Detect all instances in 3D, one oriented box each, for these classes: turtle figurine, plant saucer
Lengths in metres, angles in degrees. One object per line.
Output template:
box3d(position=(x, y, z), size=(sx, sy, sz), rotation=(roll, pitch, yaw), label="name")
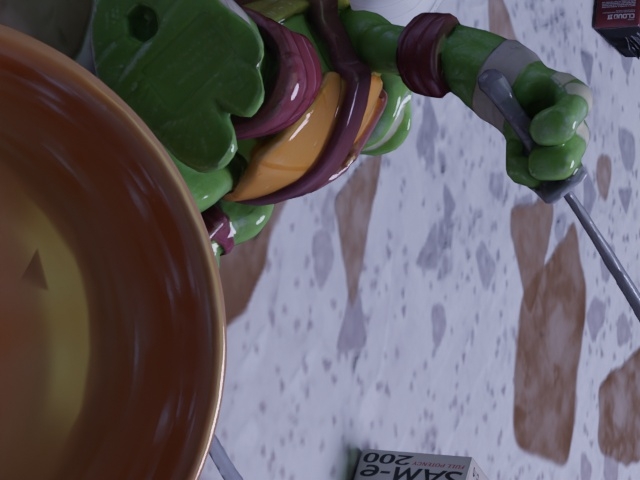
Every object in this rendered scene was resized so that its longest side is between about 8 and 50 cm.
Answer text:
box3d(position=(0.000, 0.000, 0.745), size=(0.266, 0.198, 0.274), rotation=(-1, 87, -63), label="turtle figurine")
box3d(position=(-0.126, 0.032, 0.580), size=(0.200, 0.037, 0.200), rotation=(0, 90, -23), label="plant saucer")

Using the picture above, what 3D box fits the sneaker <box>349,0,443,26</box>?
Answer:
box3d(position=(0.062, -0.181, 1.000), size=(0.212, 0.080, 0.094), rotation=(-60, 157, -22), label="sneaker")

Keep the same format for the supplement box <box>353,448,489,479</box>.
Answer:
box3d(position=(0.062, 0.144, 1.006), size=(0.098, 0.062, 0.036), rotation=(55, 45, -49), label="supplement box")

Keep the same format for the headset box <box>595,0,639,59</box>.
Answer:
box3d(position=(0.206, -0.161, 1.307), size=(0.062, 0.032, 0.083), rotation=(28, 64, -59), label="headset box")
